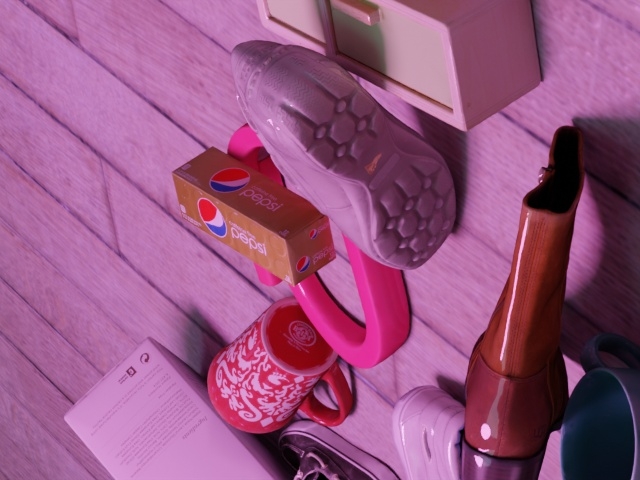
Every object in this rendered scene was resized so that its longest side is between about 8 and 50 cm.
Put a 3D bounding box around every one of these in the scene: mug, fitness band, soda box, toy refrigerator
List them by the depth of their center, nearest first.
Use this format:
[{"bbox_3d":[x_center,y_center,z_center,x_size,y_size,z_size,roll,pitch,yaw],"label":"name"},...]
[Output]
[{"bbox_3d":[0.268,0.158,1.622,0.129,0.097,0.158,-179,94,-69],"label":"mug"},{"bbox_3d":[0.051,-0.192,1.629,0.269,0.094,0.102,33,146,43],"label":"toy refrigerator"},{"bbox_3d":[-0.067,-0.026,1.964,0.181,0.058,0.061,30,143,41],"label":"soda box"},{"bbox_3d":[0.000,0.000,2.007,0.209,0.054,0.291,24,141,46],"label":"fitness band"},{"bbox_3d":[-0.030,0.134,2.187,0.169,0.150,0.113,129,144,-60],"label":"mug"}]

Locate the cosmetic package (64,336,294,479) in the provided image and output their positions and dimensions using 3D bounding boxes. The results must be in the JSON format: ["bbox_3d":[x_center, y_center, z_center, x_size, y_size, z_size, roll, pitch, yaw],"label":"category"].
[{"bbox_3d":[-0.117,0.307,2.391,0.365,0.155,0.197,47,179,26],"label":"cosmetic package"}]

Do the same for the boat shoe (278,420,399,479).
[{"bbox_3d":[0.006,0.268,2.280,0.219,0.070,0.078,18,135,54],"label":"boat shoe"}]

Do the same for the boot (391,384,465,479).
[{"bbox_3d":[0.151,0.273,1.984,0.123,0.095,0.258,22,137,62],"label":"boot"}]

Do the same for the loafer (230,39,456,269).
[{"bbox_3d":[0.024,-0.076,1.713,0.111,0.112,0.319,39,173,37],"label":"loafer"}]

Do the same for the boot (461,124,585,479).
[{"bbox_3d":[0.168,0.036,1.632,0.096,0.264,0.280,12,117,14],"label":"boot"}]
